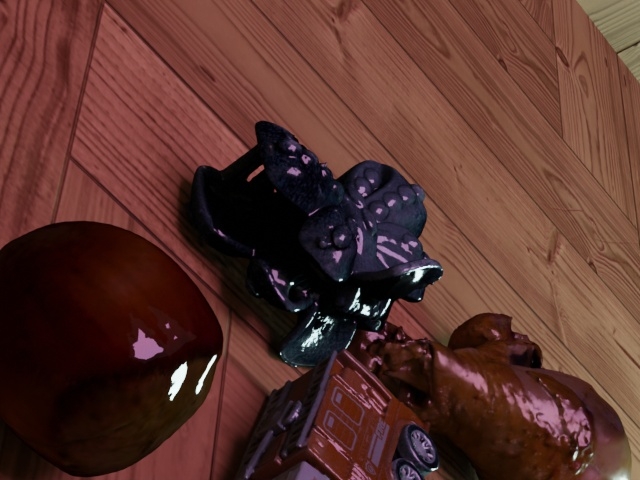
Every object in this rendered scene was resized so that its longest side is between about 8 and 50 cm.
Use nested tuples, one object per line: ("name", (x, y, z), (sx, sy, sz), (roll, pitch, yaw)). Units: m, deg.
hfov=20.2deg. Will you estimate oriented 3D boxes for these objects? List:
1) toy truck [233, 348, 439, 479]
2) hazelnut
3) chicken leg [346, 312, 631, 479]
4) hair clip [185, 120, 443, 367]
("toy truck", (0.000, 0.240, 1.701), (0.162, 0.136, 0.305), (49, 26, -14))
("hazelnut", (-0.190, 0.080, 1.440), (0.208, 0.208, 0.208), (43, 33, -36))
("chicken leg", (0.182, 0.173, 2.115), (0.409, 0.182, 0.295), (27, 32, -28))
("hair clip", (0.004, 0.005, 1.896), (0.310, 0.194, 0.206), (15, 41, -55))
